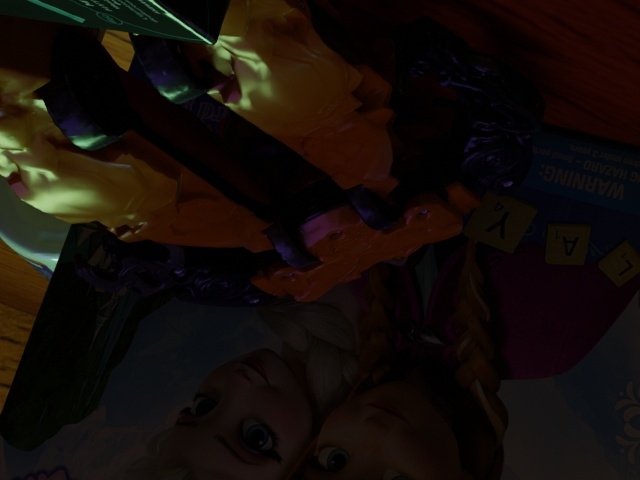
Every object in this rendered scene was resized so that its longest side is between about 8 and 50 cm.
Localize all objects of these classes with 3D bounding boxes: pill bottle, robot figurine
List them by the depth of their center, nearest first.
[{"bbox_3d":[-0.033,-0.056,0.712,0.211,0.085,0.291,-24,152,20],"label":"robot figurine"},{"bbox_3d":[-0.165,-0.020,1.214,0.108,0.108,0.193,18,170,6],"label":"pill bottle"}]

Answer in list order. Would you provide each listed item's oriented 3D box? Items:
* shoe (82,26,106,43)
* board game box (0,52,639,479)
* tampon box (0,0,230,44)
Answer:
[{"bbox_3d":[-0.177,-0.098,0.961,0.081,0.063,0.178,22,164,-13],"label":"shoe"},{"bbox_3d":[0.009,0.082,0.847,0.319,0.318,0.066,15,169,17],"label":"board game box"},{"bbox_3d":[-0.105,-0.134,0.499,0.161,0.101,0.120,12,168,37],"label":"tampon box"}]
